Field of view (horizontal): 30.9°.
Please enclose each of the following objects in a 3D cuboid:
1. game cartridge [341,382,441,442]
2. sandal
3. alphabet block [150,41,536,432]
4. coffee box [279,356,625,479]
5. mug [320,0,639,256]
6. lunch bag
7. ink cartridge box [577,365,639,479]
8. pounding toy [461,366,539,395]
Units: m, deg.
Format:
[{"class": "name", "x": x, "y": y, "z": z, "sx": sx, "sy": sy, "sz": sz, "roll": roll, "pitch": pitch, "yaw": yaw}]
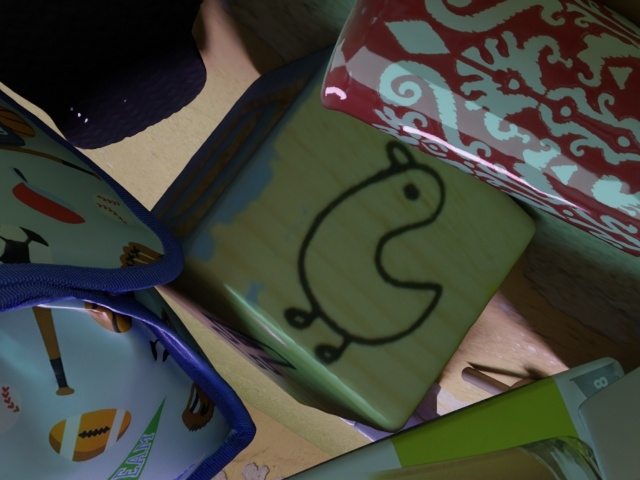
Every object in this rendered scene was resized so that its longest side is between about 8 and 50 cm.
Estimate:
[{"class": "game cartridge", "x": 0.031, "y": 0.137, "z": 1.307, "sx": 0.230, "sy": 0.068, "sz": 0.355, "roll": 39, "pitch": -176, "yaw": 4}, {"class": "sandal", "x": -0.163, "y": -0.169, "z": 0.787, "sx": 0.107, "sy": 0.167, "sz": 0.446, "roll": 62, "pitch": 168, "yaw": 6}, {"class": "alphabet block", "x": 0.000, "y": 0.000, "z": 0.850, "sx": 0.197, "sy": 0.192, "sz": 0.193, "roll": 40, "pitch": 167, "yaw": -17}, {"class": "coffee box", "x": 0.118, "y": 0.309, "z": 0.896, "sx": 0.338, "sy": 0.334, "sz": 0.338, "roll": 51, "pitch": -162, "yaw": -80}, {"class": "mug", "x": 0.108, "y": -0.082, "z": 0.563, "sx": 0.169, "sy": 0.150, "sz": 0.113, "roll": 30, "pitch": 129, "yaw": 7}, {"class": "lunch bag", "x": -0.242, "y": 0.027, "z": 0.740, "sx": 0.328, "sy": 0.239, "sz": 0.385, "roll": 39, "pitch": 168, "yaw": 27}, {"class": "ink cartridge box", "x": 0.268, "y": 0.213, "z": 0.490, "sx": 0.285, "sy": 0.166, "sz": 0.395, "roll": 58, "pitch": -168, "yaw": -8}, {"class": "pounding toy", "x": 0.259, "y": 0.235, "z": 1.225, "sx": 0.183, "sy": 0.110, "sz": 0.237, "roll": -160, "pitch": 48, "yaw": -79}]
